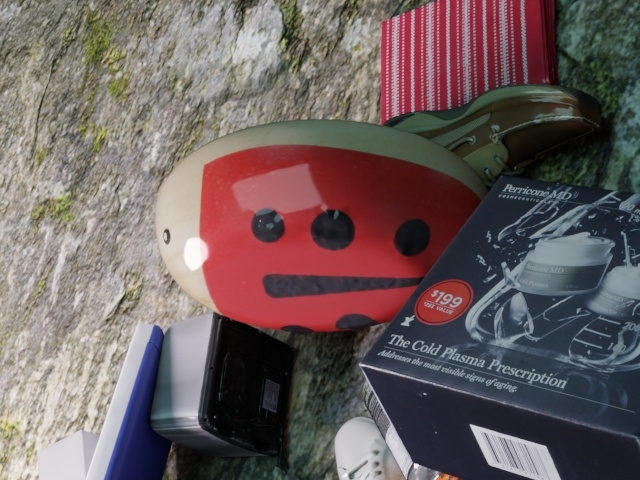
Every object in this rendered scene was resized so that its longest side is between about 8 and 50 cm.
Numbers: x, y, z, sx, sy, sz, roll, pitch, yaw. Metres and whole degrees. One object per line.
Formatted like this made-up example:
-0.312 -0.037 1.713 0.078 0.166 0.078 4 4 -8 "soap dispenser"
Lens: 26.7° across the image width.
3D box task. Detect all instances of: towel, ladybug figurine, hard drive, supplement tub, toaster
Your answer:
0.200 -0.256 1.852 0.275 0.031 0.198 -15 63 35 "towel"
0.000 0.000 1.681 0.449 0.305 0.162 -5 40 15 "ladybug figurine"
-0.252 0.300 1.786 0.040 0.210 0.318 6 52 10 "hard drive"
0.136 0.229 1.614 0.117 0.117 0.190 -43 50 15 "supplement tub"
-0.126 0.206 1.807 0.110 0.168 0.185 -12 62 38 "toaster"

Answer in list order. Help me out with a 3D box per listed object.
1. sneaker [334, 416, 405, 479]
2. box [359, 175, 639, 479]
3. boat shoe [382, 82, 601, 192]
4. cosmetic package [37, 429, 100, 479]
0.074 0.319 1.621 0.106 0.123 0.290 -44 48 17 "sneaker"
0.279 0.111 1.436 0.343 0.179 0.312 11 50 41 "box"
0.212 -0.113 1.725 0.324 0.123 0.119 -12 68 44 "boat shoe"
-0.318 0.400 1.898 0.107 0.127 0.238 -31 52 25 "cosmetic package"
